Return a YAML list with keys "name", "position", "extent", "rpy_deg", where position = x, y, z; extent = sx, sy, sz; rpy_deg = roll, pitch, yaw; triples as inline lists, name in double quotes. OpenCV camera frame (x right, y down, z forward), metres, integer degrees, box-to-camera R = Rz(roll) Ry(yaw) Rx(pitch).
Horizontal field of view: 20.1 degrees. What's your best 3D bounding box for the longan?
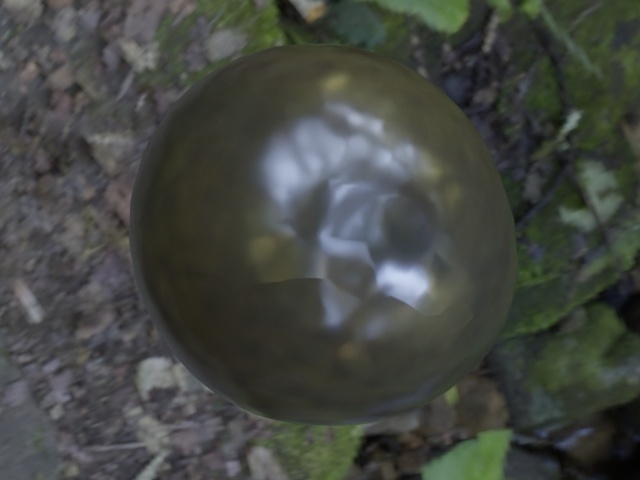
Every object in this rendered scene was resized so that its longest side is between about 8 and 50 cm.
- name: "longan"
  position: [0.000, 0.000, 1.163]
  extent: [0.258, 0.258, 0.258]
  rpy_deg: [5, 77, -22]
